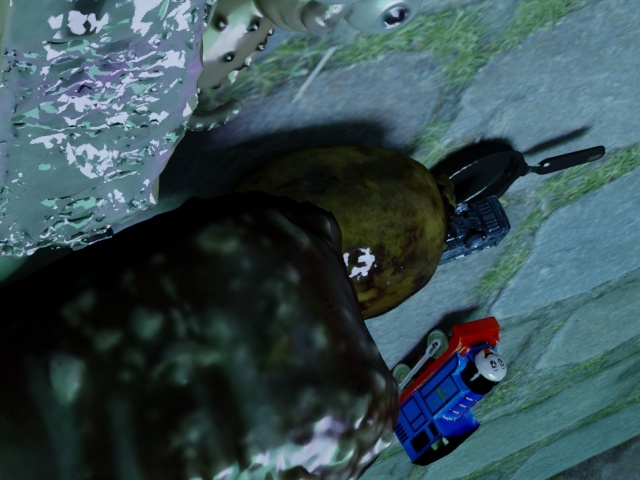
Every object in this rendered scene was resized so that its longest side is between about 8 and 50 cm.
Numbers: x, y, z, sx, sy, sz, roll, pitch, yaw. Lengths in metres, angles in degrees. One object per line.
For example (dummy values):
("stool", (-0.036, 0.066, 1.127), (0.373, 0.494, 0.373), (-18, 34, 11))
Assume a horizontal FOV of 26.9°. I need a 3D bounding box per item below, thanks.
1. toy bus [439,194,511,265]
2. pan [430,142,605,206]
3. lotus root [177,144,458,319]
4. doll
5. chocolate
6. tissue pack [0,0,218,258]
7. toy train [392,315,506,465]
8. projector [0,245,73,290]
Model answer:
("toy bus", (0.109, 0.005, 1.365), (0.166, 0.047, 0.065), (-19, 163, -13))
("pan", (0.193, -0.069, 1.392), (0.235, 0.028, 0.136), (-17, 155, -20))
("lotus root", (0.000, 0.000, 1.160), (0.314, 0.141, 0.169), (-6, 143, -37))
("doll", (-0.039, -0.155, 0.834), (0.278, 0.119, 0.154), (-36, 153, 26))
("chocolate", (-0.096, 0.125, 0.943), (0.340, 0.210, 0.225), (-24, 158, -12))
("tissue pack", (-0.131, -0.155, 0.535), (0.123, 0.256, 0.215), (-13, 151, -28))
("toy train", (0.172, 0.197, 1.784), (0.083, 0.131, 0.204), (-8, 149, -40))
("projector", (-0.233, 0.024, 0.979), (0.108, 0.108, 0.337), (-27, 157, -8))
